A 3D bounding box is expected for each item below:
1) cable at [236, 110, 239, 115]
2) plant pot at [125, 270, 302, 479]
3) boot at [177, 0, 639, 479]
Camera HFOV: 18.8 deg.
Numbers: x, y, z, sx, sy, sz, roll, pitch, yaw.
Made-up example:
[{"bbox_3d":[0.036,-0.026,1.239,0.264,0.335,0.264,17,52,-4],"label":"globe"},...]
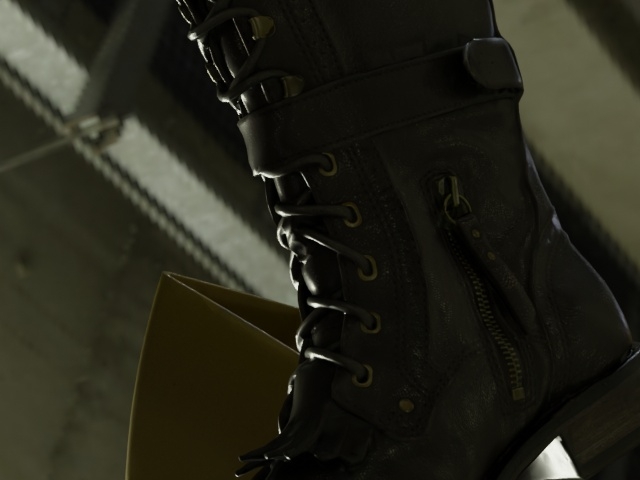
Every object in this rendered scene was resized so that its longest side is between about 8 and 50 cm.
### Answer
[{"bbox_3d":[0.010,-0.122,0.894,0.184,0.047,0.150,-33,-41,-71],"label":"cable"},{"bbox_3d":[-0.034,0.166,1.579,0.212,0.212,0.187,18,-82,-53],"label":"plant pot"},{"bbox_3d":[0.000,0.000,0.669,0.263,0.091,0.229,-25,-89,-42],"label":"boot"}]
